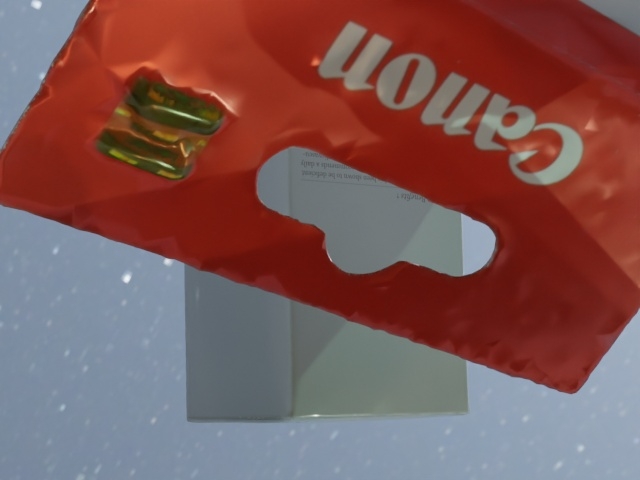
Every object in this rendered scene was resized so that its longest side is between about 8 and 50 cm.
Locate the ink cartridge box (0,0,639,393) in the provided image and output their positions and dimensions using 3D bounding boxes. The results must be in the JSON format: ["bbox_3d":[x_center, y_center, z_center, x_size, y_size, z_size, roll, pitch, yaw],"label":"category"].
[{"bbox_3d":[0.119,-0.095,0.458,0.308,0.385,0.091,21,-154,-36],"label":"ink cartridge box"}]

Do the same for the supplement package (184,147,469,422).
[{"bbox_3d":[0.000,0.000,0.707,0.105,0.105,0.179,4,-98,-35],"label":"supplement package"}]
